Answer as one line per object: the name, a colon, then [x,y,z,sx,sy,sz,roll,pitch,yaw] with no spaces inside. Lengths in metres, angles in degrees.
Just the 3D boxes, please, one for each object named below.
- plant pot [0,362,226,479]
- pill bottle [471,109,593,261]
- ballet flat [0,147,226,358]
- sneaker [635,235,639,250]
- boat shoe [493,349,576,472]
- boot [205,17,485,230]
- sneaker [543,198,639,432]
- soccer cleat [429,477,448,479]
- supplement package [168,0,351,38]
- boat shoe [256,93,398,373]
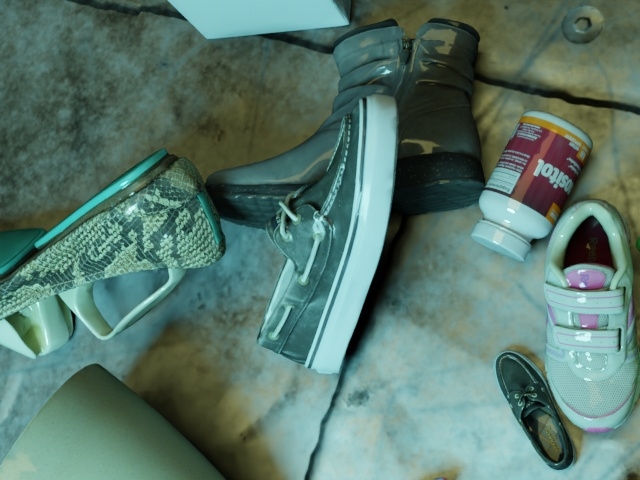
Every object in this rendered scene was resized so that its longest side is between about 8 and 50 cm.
plant pot: [-0.195,0.313,1.125,0.274,0.256,0.257,30,87,7]
pill bottle: [0.227,-0.058,1.141,0.086,0.086,0.152,26,86,24]
ballet flat: [-0.311,0.047,1.256,0.482,0.164,0.182,-19,108,31]
sneaker: [0.405,0.103,1.039,0.123,0.109,0.296,-29,68,35]
boat shoe: [0.226,0.176,1.102,0.049,0.040,0.142,-32,68,9]
boot: [0.026,-0.137,1.233,0.338,0.118,0.223,-5,71,7]
sneaker: [0.273,0.069,1.076,0.102,0.111,0.252,-6,74,18]
soccer cleat: [0.141,0.364,1.064,0.095,0.083,0.248,-31,65,5]
supplement package: [-0.096,-0.366,1.243,0.203,0.262,0.145,-2,74,20]
boat shoe: [0.000,0.000,1.102,0.119,0.121,0.335,12,117,-4]
